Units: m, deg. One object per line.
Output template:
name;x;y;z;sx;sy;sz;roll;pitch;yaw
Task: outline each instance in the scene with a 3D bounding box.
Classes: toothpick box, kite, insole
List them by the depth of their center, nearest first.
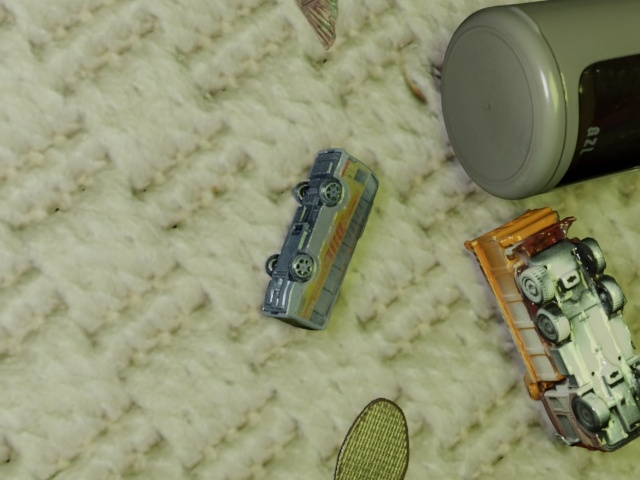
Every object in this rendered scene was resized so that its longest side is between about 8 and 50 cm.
insole;0.039;0.294;1.482;0.086;0.005;0.253;24;78;-21
kite;0.021;-0.273;1.502;0.153;0.005;0.137;13;85;-24
toothpick box;0.308;-0.178;1.531;0.316;0.229;0.229;-13;93;-27

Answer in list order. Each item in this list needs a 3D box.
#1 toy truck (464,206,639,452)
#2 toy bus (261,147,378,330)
toy truck;0.274;0.100;1.536;0.114;0.135;0.270;-26;94;-21
toy bus;0.000;0.000;1.448;0.075;0.064;0.190;28;76;-27
